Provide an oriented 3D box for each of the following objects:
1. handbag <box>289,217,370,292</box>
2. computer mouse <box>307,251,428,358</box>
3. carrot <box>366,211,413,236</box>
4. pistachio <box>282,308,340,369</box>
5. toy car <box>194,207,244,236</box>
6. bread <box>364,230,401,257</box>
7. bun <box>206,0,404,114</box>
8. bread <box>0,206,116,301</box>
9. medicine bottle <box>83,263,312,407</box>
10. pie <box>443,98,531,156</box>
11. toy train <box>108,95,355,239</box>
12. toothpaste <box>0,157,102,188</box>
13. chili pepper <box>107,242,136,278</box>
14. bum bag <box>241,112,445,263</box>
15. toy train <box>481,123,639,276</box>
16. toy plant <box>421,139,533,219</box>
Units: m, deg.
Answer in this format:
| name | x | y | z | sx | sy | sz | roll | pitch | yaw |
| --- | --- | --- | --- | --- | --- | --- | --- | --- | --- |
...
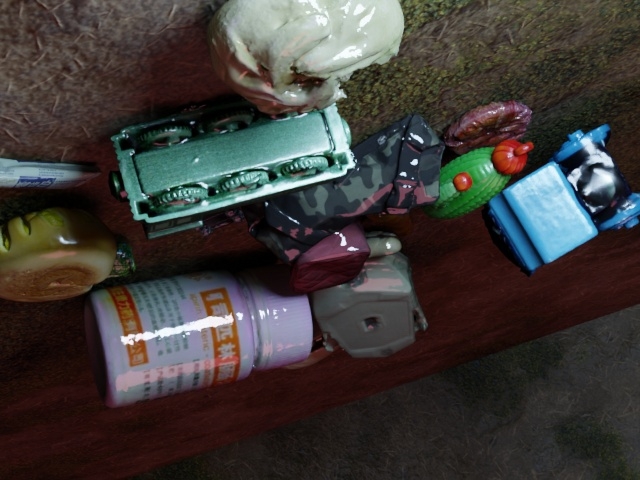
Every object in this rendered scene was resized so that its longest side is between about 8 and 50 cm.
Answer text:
| name | x | y | z | sx | sy | sz | roll | pitch | yaw |
| --- | --- | --- | --- | --- | --- | --- | --- | --- | --- |
| handbag | 0.000 | 0.000 | 1.764 | 0.147 | 0.135 | 0.225 | -15 | 165 | -9 |
| computer mouse | 0.093 | 0.111 | 2.144 | 0.228 | 0.145 | 0.429 | -12 | 150 | 6 |
| carrot | 0.130 | -0.047 | 1.847 | 0.078 | 0.078 | 0.298 | -21 | 164 | 10 |
| pistachio | -0.028 | 0.219 | 2.366 | 0.223 | 0.126 | 0.152 | -24 | -166 | 4 |
| toy car | -0.177 | -0.059 | 1.546 | 0.071 | 0.062 | 0.165 | -22 | 161 | 12 |
| bread | 0.045 | 0.011 | 1.899 | 0.214 | 0.053 | 0.073 | -6 | -165 | 21 |
| bun | -0.012 | -0.217 | 1.170 | 0.237 | 0.116 | 0.210 | -10 | 160 | -18 |
| bread | -0.403 | 0.018 | 1.503 | 0.213 | 0.104 | 0.213 | -13 | 162 | -4 |
| medicine bottle | -0.226 | 0.168 | 1.897 | 0.388 | 0.219 | 0.219 | -9 | 159 | -22 |
| pie | 0.268 | -0.178 | 1.642 | 0.155 | 0.036 | 0.154 | -13 | 160 | -5 |
| toy train | -0.124 | -0.102 | 1.387 | 0.330 | 0.138 | 0.178 | -14 | 170 | -16 |
| toothpaste | -0.395 | -0.086 | 1.331 | 0.060 | 0.038 | 0.233 | -28 | 162 | 38 |
| chili pepper | -0.412 | 0.050 | 1.653 | 0.224 | 0.061 | 0.098 | -14 | 166 | -5 |
| bum bag | 0.039 | -0.076 | 1.596 | 0.341 | 0.144 | 0.095 | -23 | -158 | 12 |
| toy train | 0.414 | -0.063 | 1.771 | 0.265 | 0.188 | 0.300 | -32 | 176 | 6 |
| toy plant | 0.238 | -0.095 | 1.642 | 0.155 | 0.088 | 0.240 | -26 | 176 | -12 |
